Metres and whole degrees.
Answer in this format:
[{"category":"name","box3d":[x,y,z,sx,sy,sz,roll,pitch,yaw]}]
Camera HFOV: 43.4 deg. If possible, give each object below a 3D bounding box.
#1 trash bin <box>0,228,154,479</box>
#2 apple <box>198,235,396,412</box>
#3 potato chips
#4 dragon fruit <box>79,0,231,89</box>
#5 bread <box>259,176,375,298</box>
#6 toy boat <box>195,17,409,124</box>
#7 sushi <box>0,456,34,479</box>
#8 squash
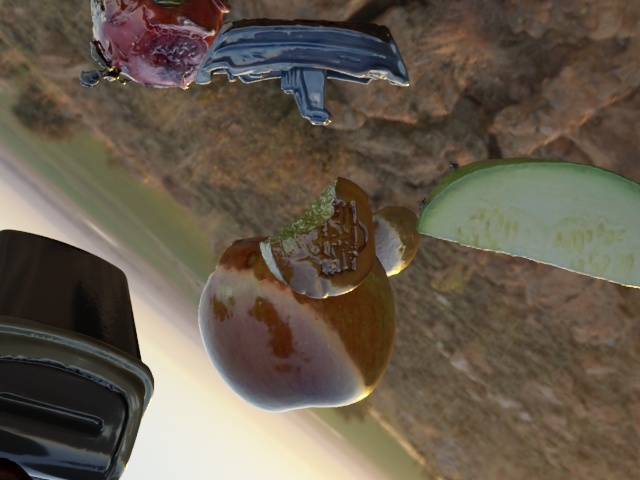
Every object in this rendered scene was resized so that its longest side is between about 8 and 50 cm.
[{"category":"trash bin","box3d":[-0.297,0.127,0.849,0.209,0.182,0.290,22,-158,-27]},{"category":"apple","box3d":[-0.039,0.138,1.378,0.340,0.339,0.339,37,168,9]},{"category":"potato chips","box3d":[0.139,0.010,1.601,0.201,0.150,0.049,75,169,-53]},{"category":"dragon fruit","box3d":[-0.309,-0.427,1.479,0.269,0.250,0.291,-57,47,43]},{"category":"bread","box3d":[0.008,0.006,1.042,0.125,0.156,0.086,51,164,-19]},{"category":"toy boat","box3d":[-0.028,-0.239,1.150,0.309,0.142,0.129,3,-177,6]},{"category":"sushi","box3d":[-0.287,0.248,0.586,0.126,0.136,0.225,55,-155,18]},{"category":"squash","box3d":[0.235,-0.026,0.811,0.203,0.111,0.288,6,-171,-10]}]
